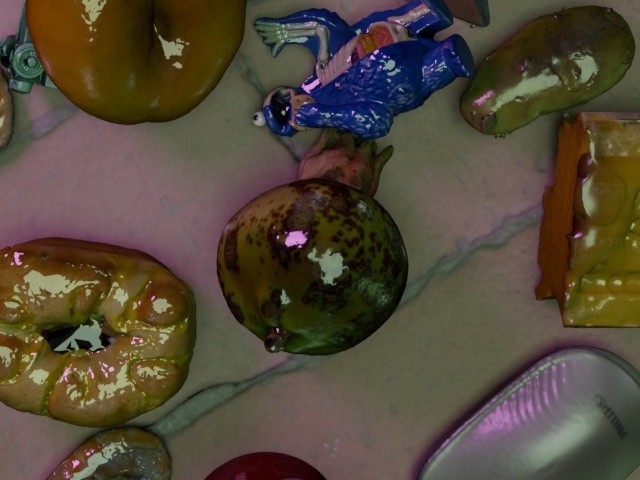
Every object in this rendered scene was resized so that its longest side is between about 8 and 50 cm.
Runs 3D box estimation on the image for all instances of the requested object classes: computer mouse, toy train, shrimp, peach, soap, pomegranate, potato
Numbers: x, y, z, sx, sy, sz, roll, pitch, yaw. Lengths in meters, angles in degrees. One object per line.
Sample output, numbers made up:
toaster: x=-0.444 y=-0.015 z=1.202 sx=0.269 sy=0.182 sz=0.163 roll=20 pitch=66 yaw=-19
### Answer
computer mouse: x=0.272 y=0.272 z=1.549 sx=0.331 sy=0.095 sz=0.197 roll=-40 pitch=99 yaw=2
toy train: x=-0.299 y=-0.245 z=1.380 sx=0.099 sy=0.070 sz=0.172 roll=9 pitch=102 yaw=-35
shrimp: x=-0.266 y=0.308 z=1.511 sx=0.187 sy=0.051 sz=0.132 roll=-31 pitch=103 yaw=-3
peach: x=-0.195 y=-0.243 z=1.327 sx=0.251 sy=0.153 sz=0.251 roll=-11 pitch=110 yaw=-32
soap: x=0.414 y=-0.030 z=1.475 sx=0.281 sy=0.143 sz=0.259 roll=2 pitch=106 yaw=-7
pomegranate: x=-0.010 y=-0.008 z=1.401 sx=0.204 sy=0.222 sz=0.276 roll=6 pitch=83 yaw=-50
potato: x=0.263 y=-0.199 z=1.442 sx=0.225 sy=0.090 sz=0.117 roll=-29 pitch=65 yaw=-5

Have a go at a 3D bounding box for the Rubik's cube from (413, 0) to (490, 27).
Rubik's cube: x=0.090 y=-0.372 z=1.367 sx=0.228 sy=0.229 sz=0.233 roll=50 pitch=136 yaw=22

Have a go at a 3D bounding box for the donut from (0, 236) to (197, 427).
donut: x=-0.276 y=0.103 z=1.428 sx=0.261 sy=0.128 sz=0.208 roll=15 pitch=101 yaw=-10

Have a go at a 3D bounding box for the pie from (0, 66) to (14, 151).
pie: x=-0.447 y=-0.149 z=1.399 sx=0.195 sy=0.046 sz=0.195 roll=-2 pitch=103 yaw=-8

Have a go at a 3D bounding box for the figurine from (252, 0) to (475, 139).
figurine: x=0.047 y=-0.189 z=1.415 sx=0.262 sy=0.121 sz=0.164 roll=-11 pitch=78 yaw=20

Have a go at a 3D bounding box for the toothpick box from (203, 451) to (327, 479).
toothpick box: x=-0.054 y=0.395 z=1.410 sx=0.204 sy=0.333 sz=0.204 roll=-1 pitch=102 yaw=-7
